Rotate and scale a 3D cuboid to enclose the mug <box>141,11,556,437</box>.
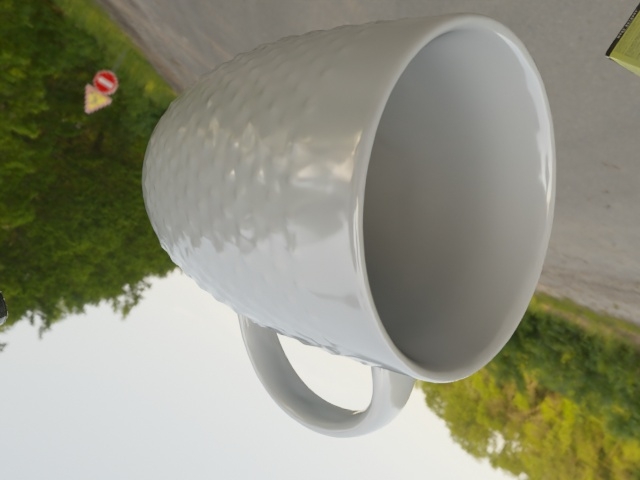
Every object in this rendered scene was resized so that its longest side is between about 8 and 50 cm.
[{"bbox_3d":[0.000,0.000,0.631,0.328,0.374,0.276,10,-164,43],"label":"mug"}]

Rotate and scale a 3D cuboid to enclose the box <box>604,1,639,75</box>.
[{"bbox_3d":[0.392,-0.197,0.713,0.058,0.087,0.232,25,-160,-15],"label":"box"}]

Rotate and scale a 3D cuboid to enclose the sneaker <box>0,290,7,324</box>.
[{"bbox_3d":[-0.329,0.038,0.578,0.089,0.051,0.170,-34,-76,-53],"label":"sneaker"}]
